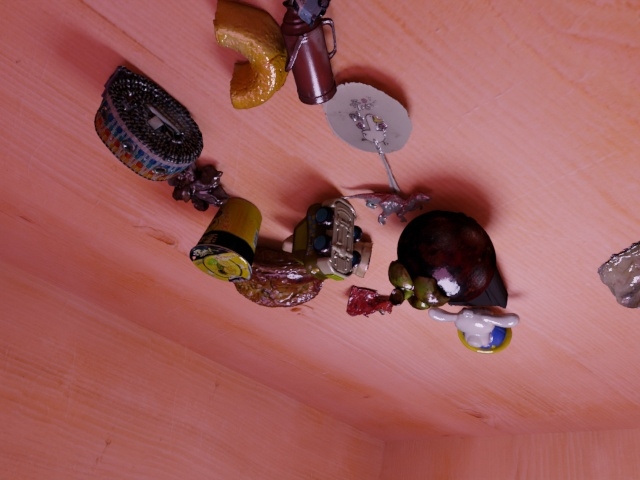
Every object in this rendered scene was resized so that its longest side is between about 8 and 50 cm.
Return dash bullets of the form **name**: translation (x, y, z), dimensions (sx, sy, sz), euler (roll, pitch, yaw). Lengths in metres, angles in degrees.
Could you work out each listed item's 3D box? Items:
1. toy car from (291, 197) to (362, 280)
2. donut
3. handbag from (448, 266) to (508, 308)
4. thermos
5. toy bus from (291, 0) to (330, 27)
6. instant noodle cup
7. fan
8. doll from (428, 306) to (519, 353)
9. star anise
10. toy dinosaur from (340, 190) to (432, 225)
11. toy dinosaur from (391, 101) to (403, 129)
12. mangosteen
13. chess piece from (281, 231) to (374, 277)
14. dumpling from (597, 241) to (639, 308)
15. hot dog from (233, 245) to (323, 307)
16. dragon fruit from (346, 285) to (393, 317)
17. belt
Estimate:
- **toy car**: translation (0.000, 0.000, 1.470), dimensions (0.198, 0.248, 0.204), euler (-7, 159, 34)
- **donut**: translation (-0.147, -0.417, 1.091), dimensions (0.152, 0.101, 0.259), euler (3, 140, 10)
- **handbag**: translation (0.509, 0.146, 1.618), dimensions (0.223, 0.080, 0.247), euler (-1, 145, 35)
- **thermos**: translation (-0.025, -0.418, 1.028), dimensions (0.124, 0.099, 0.232), euler (-6, 142, 8)
- **toy bus**: translation (-0.005, -0.483, 0.907), dimensions (0.075, 0.123, 0.060), euler (34, -176, -12)
- **instant noodle cup**: translation (-0.297, -0.008, 1.588), dimensions (0.215, 0.236, 0.216), euler (11, 146, 8)
- **fan**: translation (0.150, -0.246, 1.242), dimensions (0.233, 0.012, 0.415), euler (7, 149, 33)
- **doll**: translation (0.551, 0.324, 1.734), dimensions (0.310, 0.160, 0.242), euler (8, 171, 22)
- **star anise**: translation (-0.403, -0.166, 1.538), dimensions (0.214, 0.099, 0.220), euler (25, 146, 4)
- **toy dinosaur**: translation (0.185, -0.118, 1.394), dimensions (0.242, 0.053, 0.167), euler (22, 145, 0)
- **toy dinosaur**: translation (0.172, -0.301, 1.180), dimensions (0.060, 0.029, 0.119), euler (43, 146, -10)
- **mangosteen**: translation (0.346, 0.058, 1.362), dimensions (0.311, 0.311, 0.311), euler (11, 145, 8)
- **chess piece**: translation (0.023, 0.033, 1.608), dimensions (0.300, 0.137, 0.137), euler (14, 145, 3)
- **dumpling**: translation (0.920, 0.118, 1.400), dimensions (0.166, 0.086, 0.332), euler (-1, 138, 19)
- **hot dog**: translation (-0.177, 0.133, 1.791), dimensions (0.387, 0.174, 0.267), euler (11, 143, 10)
- **dragon fruit**: translation (0.205, 0.241, 1.899), dimensions (0.192, 0.123, 0.092), euler (1, -178, 16)
- **belt**: translation (-0.478, -0.298, 1.287), dimensions (0.295, 0.207, 0.160), euler (39, 138, -27)
